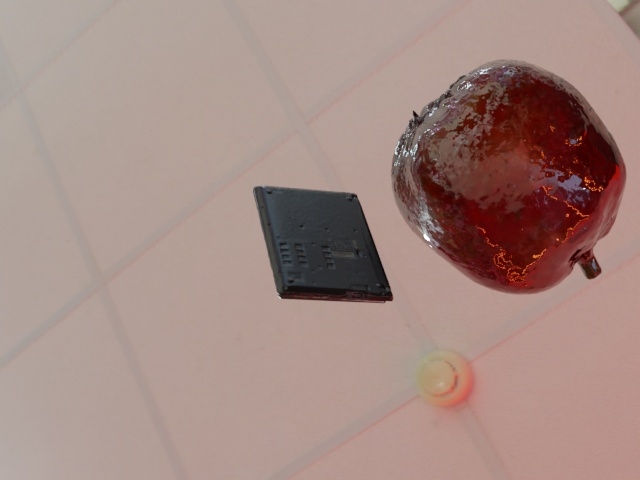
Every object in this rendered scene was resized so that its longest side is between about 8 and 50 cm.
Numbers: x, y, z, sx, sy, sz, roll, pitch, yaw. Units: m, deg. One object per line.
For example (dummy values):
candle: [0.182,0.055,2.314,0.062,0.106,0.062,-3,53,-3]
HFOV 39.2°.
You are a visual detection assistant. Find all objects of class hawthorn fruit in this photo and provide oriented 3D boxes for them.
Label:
hawthorn fruit: [0.238,-0.063,1.096,0.265,0.265,0.307,-38,-84,16]

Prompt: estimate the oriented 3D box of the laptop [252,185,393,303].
laptop: [0.000,0.000,0.987,0.180,0.129,0.016,-108,-152,-47]
